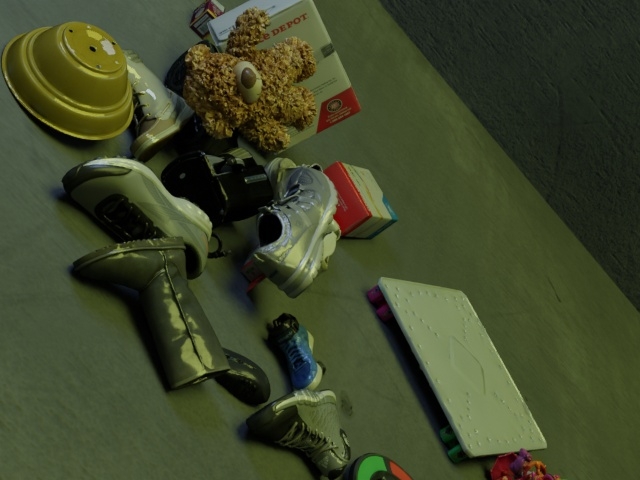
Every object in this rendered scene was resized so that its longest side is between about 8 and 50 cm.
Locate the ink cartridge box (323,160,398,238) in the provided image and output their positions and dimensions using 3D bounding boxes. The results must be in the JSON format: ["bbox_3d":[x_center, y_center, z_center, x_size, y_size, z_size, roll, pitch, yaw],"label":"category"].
[{"bbox_3d":[0.062,-0.081,2.335,0.134,0.078,0.231,59,18,13],"label":"ink cartridge box"}]

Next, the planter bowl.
[{"bbox_3d":[-0.361,-0.263,1.725,0.217,0.090,0.217,25,40,-23],"label":"planter bowl"}]

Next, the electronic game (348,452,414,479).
[{"bbox_3d":[0.122,0.436,1.781,0.229,0.048,0.229,41,26,-25],"label":"electronic game"}]

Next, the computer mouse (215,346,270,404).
[{"bbox_3d":[-0.156,0.157,1.656,0.242,0.041,0.071,41,27,-25],"label":"computer mouse"}]

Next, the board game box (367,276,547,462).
[{"bbox_3d":[0.280,0.265,2.320,0.390,0.050,0.390,12,47,-57],"label":"board game box"}]

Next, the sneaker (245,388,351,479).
[{"bbox_3d":[-0.014,0.292,1.683,0.228,0.086,0.132,3,56,-62],"label":"sneaker"}]

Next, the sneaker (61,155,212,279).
[{"bbox_3d":[-0.257,-0.032,1.660,0.271,0.100,0.108,33,35,-40],"label":"sneaker"}]

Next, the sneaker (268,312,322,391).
[{"bbox_3d":[-0.045,0.175,1.813,0.084,0.058,0.152,47,19,-28],"label":"sneaker"}]

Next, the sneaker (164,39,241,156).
[{"bbox_3d":[-0.203,-0.239,2.068,0.130,0.109,0.286,39,36,-45],"label":"sneaker"}]

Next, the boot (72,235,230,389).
[{"bbox_3d":[-0.228,0.104,1.562,0.189,0.076,0.209,-9,81,-37],"label":"boot"}]

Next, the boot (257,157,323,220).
[{"bbox_3d":[-0.041,-0.102,2.130,0.095,0.123,0.258,43,25,-23],"label":"boot"}]

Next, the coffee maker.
[{"bbox_3d":[-0.165,-0.065,1.887,0.178,0.120,0.171,-15,103,-65],"label":"coffee maker"}]

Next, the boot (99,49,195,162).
[{"bbox_3d":[-0.302,-0.225,1.871,0.165,0.077,0.213,46,26,-10],"label":"boot"}]

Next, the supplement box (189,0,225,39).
[{"bbox_3d":[-0.233,-0.461,2.359,0.043,0.055,0.083,43,24,-23],"label":"supplement box"}]

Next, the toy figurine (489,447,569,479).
[{"bbox_3d":[0.383,0.455,2.142,0.130,0.173,0.159,4,34,-27],"label":"toy figurine"}]

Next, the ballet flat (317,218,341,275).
[{"bbox_3d":[0.000,0.000,2.120,0.086,0.086,0.248,47,23,-14],"label":"ballet flat"}]

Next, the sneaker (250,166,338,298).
[{"bbox_3d":[-0.048,-0.039,1.881,0.115,0.105,0.281,35,34,-21],"label":"sneaker"}]

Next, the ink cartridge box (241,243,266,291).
[{"bbox_3d":[-0.099,0.035,1.905,0.029,0.063,0.115,47,25,-14],"label":"ink cartridge box"}]

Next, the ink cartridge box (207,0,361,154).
[{"bbox_3d":[-0.069,-0.333,2.190,0.273,0.197,0.114,63,0,-38],"label":"ink cartridge box"}]

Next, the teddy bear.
[{"bbox_3d":[-0.095,-0.270,1.982,0.338,0.113,0.245,18,84,-59],"label":"teddy bear"}]
